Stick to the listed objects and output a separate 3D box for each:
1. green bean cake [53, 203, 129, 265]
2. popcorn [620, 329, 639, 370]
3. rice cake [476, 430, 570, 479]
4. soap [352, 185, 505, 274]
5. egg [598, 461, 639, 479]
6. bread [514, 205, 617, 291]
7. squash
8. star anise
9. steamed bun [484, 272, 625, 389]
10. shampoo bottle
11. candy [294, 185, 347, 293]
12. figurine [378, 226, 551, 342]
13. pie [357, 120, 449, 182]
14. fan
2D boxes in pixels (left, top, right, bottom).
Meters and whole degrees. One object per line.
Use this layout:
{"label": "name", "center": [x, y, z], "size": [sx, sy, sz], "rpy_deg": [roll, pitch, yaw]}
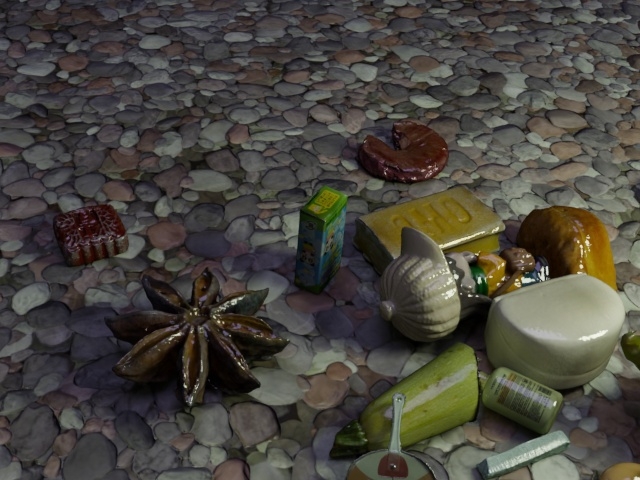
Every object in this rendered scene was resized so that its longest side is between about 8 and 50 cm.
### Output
{"label": "green bean cake", "center": [-0.476, -0.016, 1.697], "size": [0.136, 0.056, 0.135], "rpy_deg": [-17, 46, -22]}
{"label": "popcorn", "center": [0.691, 0.213, 1.312], "size": [0.321, 0.325, 0.290], "rpy_deg": [-9, 41, -24]}
{"label": "rice cake", "center": [0.334, 0.352, 1.351], "size": [0.171, 0.029, 0.033], "rpy_deg": [-15, 51, -19]}
{"label": "soap", "center": [0.226, -0.013, 1.721], "size": [0.274, 0.089, 0.173], "rpy_deg": [-18, 44, -24]}
{"label": "egg", "center": [0.482, 0.385, 1.283], "size": [0.096, 0.080, 0.080], "rpy_deg": [-21, 46, -22]}
{"label": "bread", "center": [0.509, 0.004, 1.686], "size": [0.129, 0.134, 0.260], "rpy_deg": [-10, 43, -17]}
{"label": "squash", "center": [0.151, 0.290, 1.350], "size": [0.287, 0.137, 0.137], "rpy_deg": [-27, 49, -23]}
{"label": "star anise", "center": [-0.219, 0.170, 1.459], "size": [0.332, 0.117, 0.331], "rpy_deg": [9, 41, -8]}
{"label": "steamed bun", "center": [0.429, 0.170, 1.476], "size": [0.242, 0.146, 0.164], "rpy_deg": [-13, 41, -20]}
{"label": "shampoo bottle", "center": [0.327, 0.265, 1.412], "size": [0.162, 0.079, 0.079], "rpy_deg": [24, 45, 23]}
{"label": "candy", "center": [0.000, 0.000, 1.606], "size": [0.062, 0.194, 0.097], "rpy_deg": [21, 44, 18]}
{"label": "figurine", "center": [0.271, 0.101, 1.541], "size": [0.332, 0.185, 0.204], "rpy_deg": [13, 63, -14]}
{"label": "pie", "center": [0.204, -0.214, 1.977], "size": [0.204, 0.054, 0.219], "rpy_deg": [29, 47, 27]}
{"label": "fan", "center": [0.111, 0.349, 1.273], "size": [0.153, 0.008, 0.226], "rpy_deg": [5, 70, 1]}
